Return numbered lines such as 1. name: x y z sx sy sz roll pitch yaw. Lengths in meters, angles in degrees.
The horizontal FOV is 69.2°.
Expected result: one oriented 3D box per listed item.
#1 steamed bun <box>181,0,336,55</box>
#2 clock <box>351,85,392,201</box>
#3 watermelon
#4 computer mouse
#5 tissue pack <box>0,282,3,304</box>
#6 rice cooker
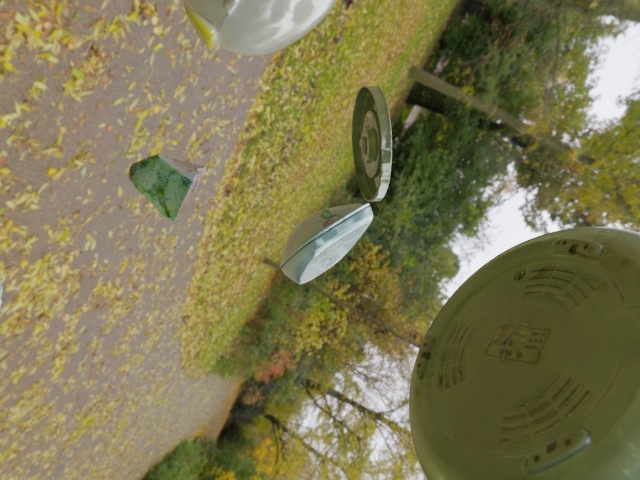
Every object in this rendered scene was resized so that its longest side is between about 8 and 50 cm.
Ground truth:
1. steamed bun: -0.103 -0.521 0.845 0.374 0.334 0.334 -30 -159 50
2. clock: 0.102 -0.198 0.963 0.235 0.029 0.235 176 -90 -83
3. watermelon: -0.261 -0.103 0.888 0.098 0.121 0.158 -41 154 22
4. computer mouse: -0.004 -0.005 0.890 0.159 0.097 0.288 -30 167 -20
5. tissue pack: -0.523 0.104 0.409 0.388 0.162 0.287 -27 159 29
6. rice cooker: 0.252 0.154 0.405 0.288 0.277 0.288 -47 -162 21
